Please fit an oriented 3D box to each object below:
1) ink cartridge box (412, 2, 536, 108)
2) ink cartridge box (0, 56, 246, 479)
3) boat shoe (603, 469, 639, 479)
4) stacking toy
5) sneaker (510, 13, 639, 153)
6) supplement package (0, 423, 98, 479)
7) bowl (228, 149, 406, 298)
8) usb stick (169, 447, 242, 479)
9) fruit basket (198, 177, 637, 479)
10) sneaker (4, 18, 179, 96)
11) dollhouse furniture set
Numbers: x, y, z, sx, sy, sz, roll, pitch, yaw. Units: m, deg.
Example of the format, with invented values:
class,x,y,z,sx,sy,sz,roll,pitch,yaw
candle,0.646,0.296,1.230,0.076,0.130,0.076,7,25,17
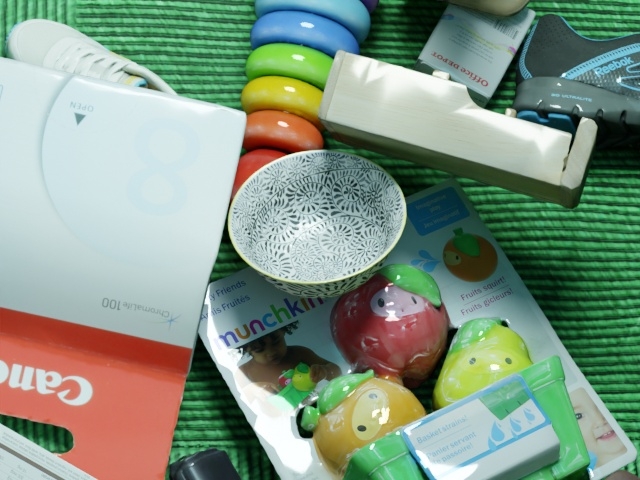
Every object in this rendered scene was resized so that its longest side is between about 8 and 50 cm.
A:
class,x,y,z,sx,sy,sz,roll,pitch,yaw
ink cartridge box,0.162,-0.208,2.101,0.088,0.052,0.122,29,65,1
ink cartridge box,-0.259,0.033,1.850,0.308,0.091,0.385,12,80,-3
boat shoe,0.188,0.339,1.832,0.342,0.123,0.123,-39,51,-9
stacking toy,-0.026,-0.160,2.012,0.141,0.141,0.330,15,75,-7
sneaker,0.374,-0.156,2.089,0.341,0.125,0.139,11,66,-9
supplement package,-0.272,0.277,1.684,0.204,0.262,0.145,33,66,-20
bowl,0.000,0.000,1.888,0.170,0.080,0.170,-3,50,4
usb stick,-0.053,0.320,1.850,0.278,0.045,0.077,58,28,12
fruit basket,0.088,0.129,1.900,0.327,0.165,0.353,-23,73,-19
sneaker,-0.215,-0.157,1.977,0.229,0.092,0.087,33,68,3
dollhouse furniture set,0.182,-0.260,1.901,0.256,0.362,0.394,17,87,8
